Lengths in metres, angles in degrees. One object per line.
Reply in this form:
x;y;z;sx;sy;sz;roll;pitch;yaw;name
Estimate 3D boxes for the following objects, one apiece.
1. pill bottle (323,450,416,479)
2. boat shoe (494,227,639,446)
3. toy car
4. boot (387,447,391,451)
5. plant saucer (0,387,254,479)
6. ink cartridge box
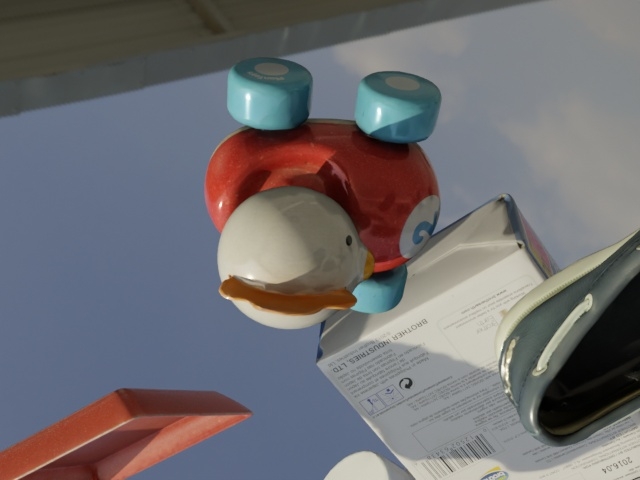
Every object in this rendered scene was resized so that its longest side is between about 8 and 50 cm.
0.168;0.470;1.223;0.361;0.204;0.204;37;-150;-25;pill bottle
0.195;0.009;0.395;0.095;0.254;0.079;52;-166;-15;boat shoe
0.000;0.000;0.667;0.210;0.219;0.238;6;-148;-2;toy car
0.243;0.433;1.680;0.219;0.106;0.082;33;-156;12;boot
-0.244;0.234;0.948;0.258;0.259;0.047;26;-141;-65;plant saucer
0.216;0.182;0.964;0.395;0.270;0.151;52;-158;-17;ink cartridge box
